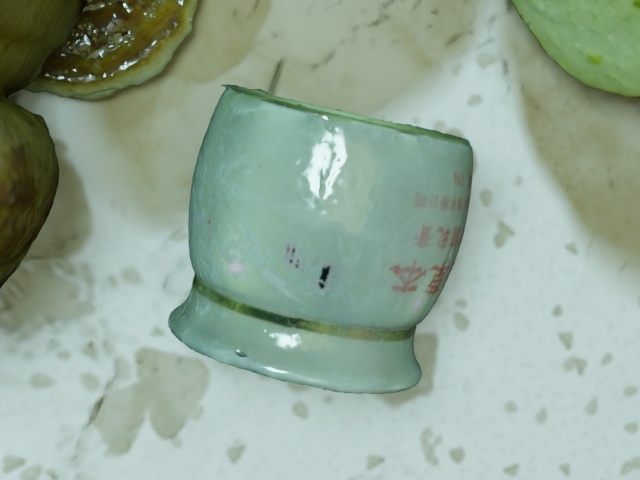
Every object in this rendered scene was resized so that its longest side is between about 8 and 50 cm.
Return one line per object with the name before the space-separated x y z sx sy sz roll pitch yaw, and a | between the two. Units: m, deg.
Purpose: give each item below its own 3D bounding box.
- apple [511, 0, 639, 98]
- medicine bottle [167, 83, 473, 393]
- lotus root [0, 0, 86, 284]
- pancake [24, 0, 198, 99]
apple | 0.219 -0.239 0.662 0.254 0.179 0.346 -6 133 -18
medicine bottle | 0.000 0.000 0.688 0.147 0.147 0.143 10 97 -15
lotus root | -0.224 -0.076 0.579 0.316 0.250 0.316 -2 98 -17
pancake | -0.136 -0.153 0.694 0.158 0.028 0.158 -2 98 -12
